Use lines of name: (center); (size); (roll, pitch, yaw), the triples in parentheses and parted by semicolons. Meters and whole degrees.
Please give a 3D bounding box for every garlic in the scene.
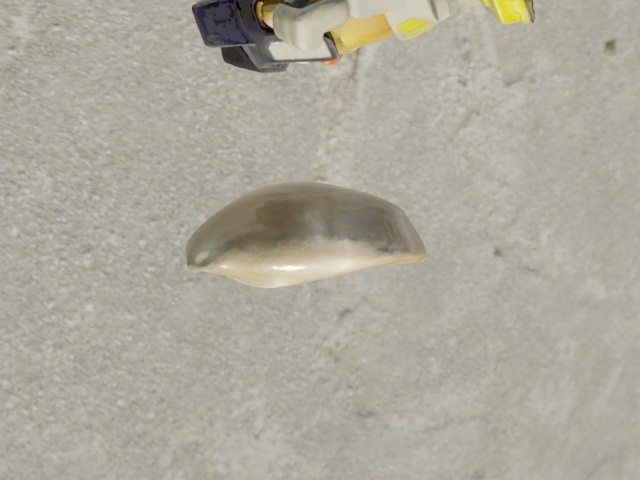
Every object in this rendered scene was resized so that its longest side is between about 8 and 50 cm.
garlic: (0.006, -0.002, 0.940); (0.318, 0.143, 0.112); (9, 72, -49)

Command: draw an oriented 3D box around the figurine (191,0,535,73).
figurine: (0.036, -0.226, 0.786); (0.309, 0.309, 0.143); (-12, 99, -41)
